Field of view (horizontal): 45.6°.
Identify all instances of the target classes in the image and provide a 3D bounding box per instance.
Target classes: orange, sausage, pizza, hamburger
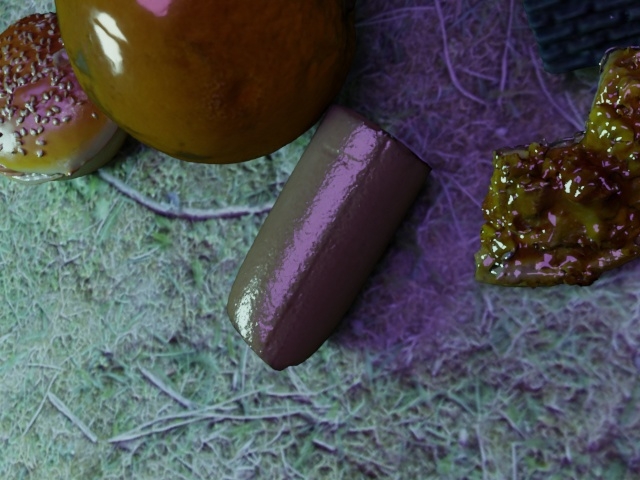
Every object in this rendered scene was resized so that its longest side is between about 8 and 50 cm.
[{"bbox_3d":[-0.108,-0.231,0.767,0.312,0.312,0.312,-5,79,25],"label":"orange"},{"bbox_3d":[0.000,0.000,0.773,0.123,0.123,0.252,34,96,27],"label":"sausage"},{"bbox_3d":[0.249,-0.057,0.657,0.305,0.085,0.161,-41,94,25],"label":"pizza"},{"bbox_3d":[-0.335,-0.175,0.953,0.237,0.147,0.236,-4,80,22],"label":"hamburger"}]

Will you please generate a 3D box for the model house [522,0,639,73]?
[{"bbox_3d":[0.333,-0.311,0.610,0.360,0.297,0.339,-8,114,25],"label":"model house"}]
